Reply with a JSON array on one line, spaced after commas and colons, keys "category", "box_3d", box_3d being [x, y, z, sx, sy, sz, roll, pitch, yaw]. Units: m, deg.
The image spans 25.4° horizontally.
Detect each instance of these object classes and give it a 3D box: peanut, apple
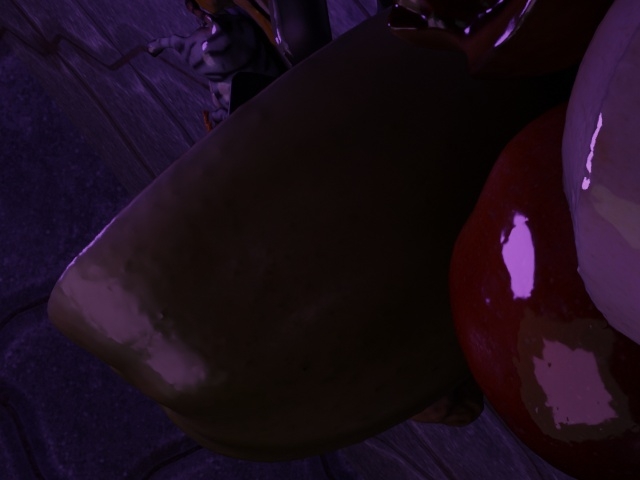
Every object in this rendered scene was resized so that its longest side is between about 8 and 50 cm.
[{"category": "peanut", "box_3d": [0.104, 0.140, 1.692, 0.137, 0.122, 0.253, -1, 141, 35]}, {"category": "apple", "box_3d": [0.182, 0.025, 0.786, 0.201, 0.218, 0.218, 44, 168, 22]}, {"category": "apple", "box_3d": [0.000, 0.000, 0.996, 0.320, 0.360, 0.311, 57, 170, -27]}]

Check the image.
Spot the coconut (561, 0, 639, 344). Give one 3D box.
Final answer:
[{"category": "coconut", "box_3d": [0.217, -0.023, 0.514, 0.241, 0.241, 0.241, 46, 168, 12]}]

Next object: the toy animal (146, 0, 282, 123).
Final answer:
[{"category": "toy animal", "box_3d": [-0.072, -0.148, 1.498, 0.255, 0.090, 0.170, 48, 165, -12]}]

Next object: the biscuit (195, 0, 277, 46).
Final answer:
[{"category": "biscuit", "box_3d": [-0.084, -0.241, 1.333, 0.174, 0.039, 0.183, 47, 169, -4]}]

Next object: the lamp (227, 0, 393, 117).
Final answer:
[{"category": "lamp", "box_3d": [-0.004, -0.120, 1.045, 0.283, 0.124, 0.203, 100, 173, -54]}]

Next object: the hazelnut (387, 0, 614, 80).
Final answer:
[{"category": "hazelnut", "box_3d": [0.085, -0.166, 0.601, 0.201, 0.160, 0.170, -99, 2, -57]}]

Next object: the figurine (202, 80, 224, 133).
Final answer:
[{"category": "figurine", "box_3d": [-0.123, -0.156, 1.755, 0.109, 0.047, 0.064, 73, -178, -52]}]
